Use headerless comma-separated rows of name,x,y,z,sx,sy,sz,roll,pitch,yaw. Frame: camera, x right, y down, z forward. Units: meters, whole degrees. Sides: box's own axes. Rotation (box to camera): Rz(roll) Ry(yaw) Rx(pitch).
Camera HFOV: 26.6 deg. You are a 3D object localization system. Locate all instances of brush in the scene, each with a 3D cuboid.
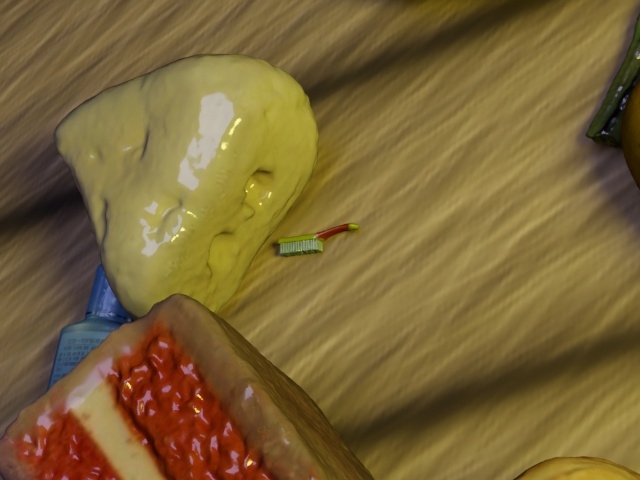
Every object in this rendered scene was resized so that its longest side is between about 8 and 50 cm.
brush,0.000,0.000,1.295,0.083,0.019,0.021,-14,70,22

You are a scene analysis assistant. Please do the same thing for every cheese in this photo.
cheese,-0.110,-0.052,1.284,0.248,0.174,0.251,-29,54,23

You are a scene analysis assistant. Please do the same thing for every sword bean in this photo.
sword bean,0.305,-0.203,1.227,0.043,0.038,0.269,21,75,9

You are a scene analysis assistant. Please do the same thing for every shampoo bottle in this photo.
shampoo bottle,-0.220,0.146,1.311,0.104,0.061,0.258,-1,65,28

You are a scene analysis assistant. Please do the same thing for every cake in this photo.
cake,-0.086,0.228,1.094,0.237,0.230,0.309,-41,53,2

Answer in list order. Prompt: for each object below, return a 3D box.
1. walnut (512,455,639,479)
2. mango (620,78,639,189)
walnut,0.172,0.278,0.937,0.257,0.257,0.224,-49,21,-2
mango,0.392,-0.059,1.031,0.365,0.182,0.253,23,81,46
